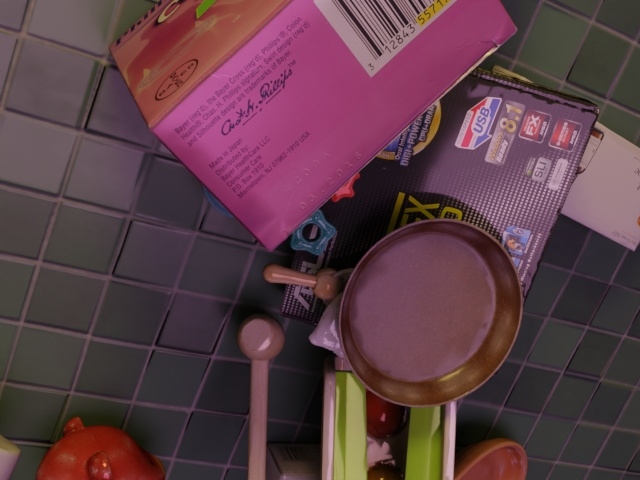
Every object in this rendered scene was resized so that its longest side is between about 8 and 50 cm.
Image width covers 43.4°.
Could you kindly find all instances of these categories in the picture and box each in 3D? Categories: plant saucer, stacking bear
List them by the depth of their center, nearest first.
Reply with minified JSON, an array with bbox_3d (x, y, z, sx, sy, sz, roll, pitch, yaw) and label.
[{"bbox_3d":[0.093,0.061,0.699,0.168,0.029,0.169,-3,102,-13],"label":"plant saucer"},{"bbox_3d":[-0.211,0.317,0.780,0.164,0.175,0.289,-5,106,-26],"label":"stacking bear"},{"bbox_3d":[0.168,0.315,0.951,0.200,0.037,0.200,-24,128,-34],"label":"plant saucer"}]

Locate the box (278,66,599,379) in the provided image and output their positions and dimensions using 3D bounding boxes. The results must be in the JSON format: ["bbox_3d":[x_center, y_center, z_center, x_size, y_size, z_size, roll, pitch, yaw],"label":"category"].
[{"bbox_3d":[0.099,-0.028,0.738,0.216,0.060,0.270,17,108,0],"label":"box"}]

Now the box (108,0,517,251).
[{"bbox_3d":[-0.025,-0.145,0.579,0.213,0.243,0.117,-42,120,2],"label":"box"}]

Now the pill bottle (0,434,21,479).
[{"bbox_3d":[-0.376,0.293,0.644,0.176,0.176,0.319,32,74,-29],"label":"pill bottle"}]

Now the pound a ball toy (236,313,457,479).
[{"bbox_3d":[0.022,0.230,0.798,0.208,0.136,0.319,1,90,1],"label":"pound a ball toy"}]

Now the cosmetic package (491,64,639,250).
[{"bbox_3d":[0.253,-0.078,0.820,0.239,0.060,0.099,22,105,-27],"label":"cosmetic package"}]

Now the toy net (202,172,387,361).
[{"bbox_3d":[0.000,0.000,0.707,0.122,0.045,0.232,-34,104,2],"label":"toy net"}]

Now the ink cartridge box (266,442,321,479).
[{"bbox_3d":[-0.016,0.405,0.939,0.175,0.069,0.371,7,108,-24],"label":"ink cartridge box"}]
